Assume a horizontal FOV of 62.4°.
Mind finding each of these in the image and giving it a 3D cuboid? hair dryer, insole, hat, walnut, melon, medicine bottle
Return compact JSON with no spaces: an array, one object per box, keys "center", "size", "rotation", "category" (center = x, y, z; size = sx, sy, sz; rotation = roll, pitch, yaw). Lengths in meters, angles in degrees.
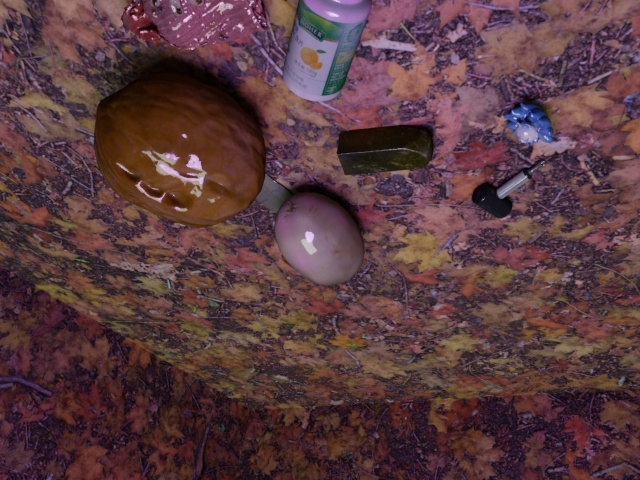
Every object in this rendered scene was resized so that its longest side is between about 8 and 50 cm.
[{"center":[0.484,-0.135,1.321],"size":[0.101,0.057,0.198],"rotation":[26,137,-22],"category":"hair dryer"},{"center":[-0.168,-0.163,1.490],"size":[0.119,0.009,0.348],"rotation":[-13,138,31],"category":"insole"},{"center":[-0.269,-0.461,1.019],"size":[0.287,0.107,0.236],"rotation":[-14,128,24],"category":"hat"},{"center":[-0.323,-0.200,1.222],"size":[0.398,0.307,0.354],"rotation":[27,137,-24],"category":"walnut"},{"center":[0.000,0.000,1.488],"size":[0.223,0.223,0.317],"rotation":[-11,142,28],"category":"melon"},{"center":[0.016,-0.405,0.997],"size":[0.134,0.133,0.274],"rotation":[16,144,-7],"category":"medicine bottle"}]

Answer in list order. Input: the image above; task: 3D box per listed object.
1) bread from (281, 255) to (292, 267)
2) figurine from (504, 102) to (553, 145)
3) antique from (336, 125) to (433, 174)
[{"center":[-0.067,0.061,1.753],"size":[0.094,0.035,0.090],"rotation":[-23,132,39],"category":"bread"},{"center":[0.446,-0.253,1.134],"size":[0.114,0.079,0.114],"rotation":[41,180,0],"category":"figurine"},{"center":[0.156,-0.219,1.264],"size":[0.221,0.081,0.080],"rotation":[-3,144,19],"category":"antique"}]
